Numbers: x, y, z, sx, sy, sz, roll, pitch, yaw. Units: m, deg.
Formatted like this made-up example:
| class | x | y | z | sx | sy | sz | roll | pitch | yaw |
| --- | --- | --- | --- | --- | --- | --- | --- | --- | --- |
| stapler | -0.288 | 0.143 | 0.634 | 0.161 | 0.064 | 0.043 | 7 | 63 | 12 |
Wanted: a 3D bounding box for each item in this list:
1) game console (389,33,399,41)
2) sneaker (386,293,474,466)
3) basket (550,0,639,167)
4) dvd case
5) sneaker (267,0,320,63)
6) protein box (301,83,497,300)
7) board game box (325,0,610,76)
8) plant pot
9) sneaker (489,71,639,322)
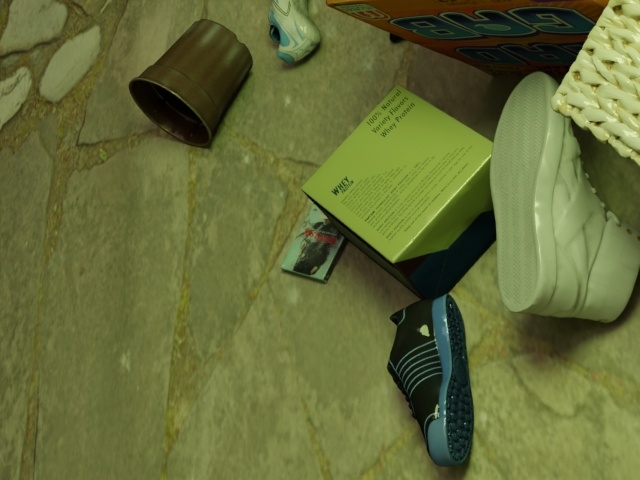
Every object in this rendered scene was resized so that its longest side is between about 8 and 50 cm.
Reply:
| class | x | y | z | sx | sy | sz | roll | pitch | yaw |
| --- | --- | --- | --- | --- | --- | --- | --- | --- | --- |
| game console | 0.172 | -0.375 | 1.616 | 0.107 | 0.071 | 0.122 | -35 | 38 | 52 |
| sneaker | 0.130 | 0.175 | 1.237 | 0.090 | 0.081 | 0.232 | -20 | 45 | 26 |
| basket | 0.477 | -0.142 | 1.015 | 0.266 | 0.331 | 0.328 | -59 | 44 | 17 |
| dvd case | 0.000 | 0.000 | 1.480 | 0.087 | 0.013 | 0.119 | 15 | 69 | 39 |
| sneaker | -0.060 | -0.399 | 1.741 | 0.086 | 0.085 | 0.237 | -33 | 44 | 21 |
| protein box | 0.125 | -0.061 | 1.345 | 0.200 | 0.136 | 0.201 | -47 | 50 | -3 |
| board game box | 0.279 | -0.418 | 1.236 | 0.356 | 0.356 | 0.357 | 10 | 89 | 46 |
| plant pot | -0.208 | -0.274 | 1.713 | 0.167 | 0.167 | 0.165 | 17 | 64 | 40 |
| sneaker | 0.298 | -0.045 | 1.204 | 0.108 | 0.169 | 0.293 | -22 | 60 | 60 |
